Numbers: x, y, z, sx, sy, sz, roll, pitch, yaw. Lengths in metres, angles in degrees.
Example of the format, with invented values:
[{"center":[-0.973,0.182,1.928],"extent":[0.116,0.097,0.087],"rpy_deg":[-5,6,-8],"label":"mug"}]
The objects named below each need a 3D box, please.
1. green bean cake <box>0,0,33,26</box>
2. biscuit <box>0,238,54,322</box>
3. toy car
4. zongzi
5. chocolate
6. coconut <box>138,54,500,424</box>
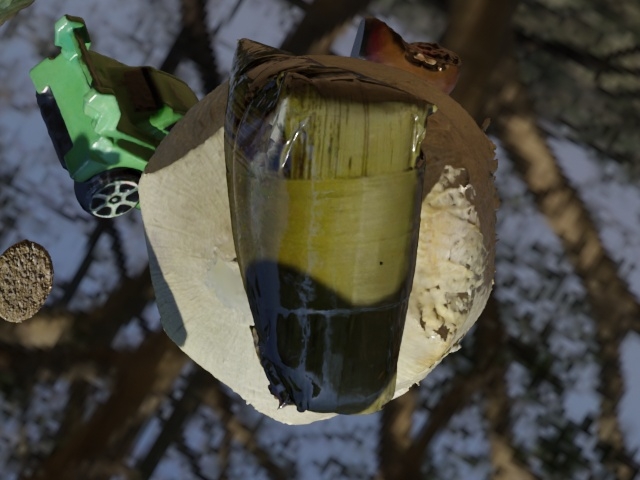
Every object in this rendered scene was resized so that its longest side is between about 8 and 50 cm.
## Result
[{"center":[-0.332,-0.267,1.671],"extent":[0.173,0.094,0.181],"rpy_deg":[-21,105,51],"label":"green bean cake"},{"center":[-0.414,0.057,2.623],"extent":[0.015,0.120,0.120],"rpy_deg":[16,178,36],"label":"biscuit"},{"center":[-0.239,-0.144,2.480],"extent":[0.359,0.176,0.213],"rpy_deg":[19,-143,-47],"label":"toy car"},{"center":[-0.021,-0.018,1.558],"extent":[0.145,0.273,0.300],"rpy_deg":[-1,-166,-22],"label":"zongzi"},{"center":[0.102,-0.206,2.259],"extent":[0.133,0.127,0.124],"rpy_deg":[13,-138,-3],"label":"chocolate"},{"center":[0.000,0.000,1.793],"extent":[0.346,0.346,0.360],"rpy_deg":[32,-156,9],"label":"coconut"}]
